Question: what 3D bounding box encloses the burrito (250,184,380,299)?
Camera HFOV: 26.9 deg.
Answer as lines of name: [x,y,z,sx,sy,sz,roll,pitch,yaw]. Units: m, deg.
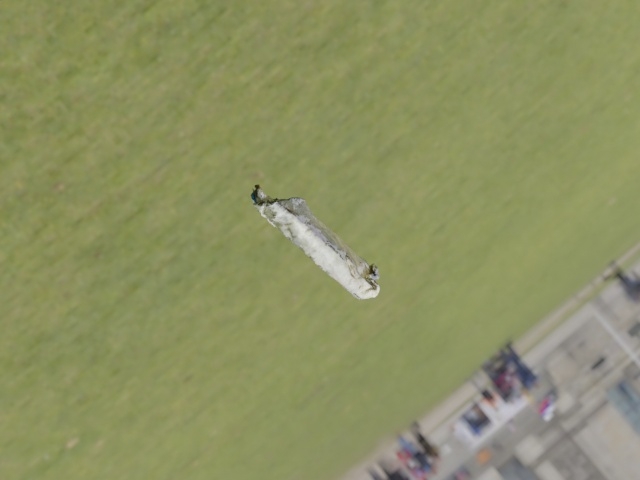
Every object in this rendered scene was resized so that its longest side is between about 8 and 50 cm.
burrito: [-0.002,0.001,1.354,0.042,0.171,0.051,-42,-155,8]
